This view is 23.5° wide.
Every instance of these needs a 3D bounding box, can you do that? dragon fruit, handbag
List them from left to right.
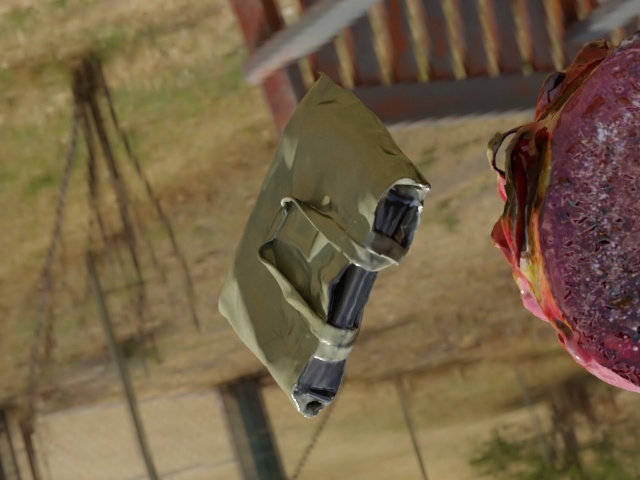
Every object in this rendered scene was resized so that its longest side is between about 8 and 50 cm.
[{"bbox_3d":[0.000,0.005,1.662,0.109,0.253,0.315,15,108,-31],"label":"handbag"},{"bbox_3d":[0.339,-0.034,1.481,0.386,0.371,0.249,-45,-165,-9],"label":"dragon fruit"}]
